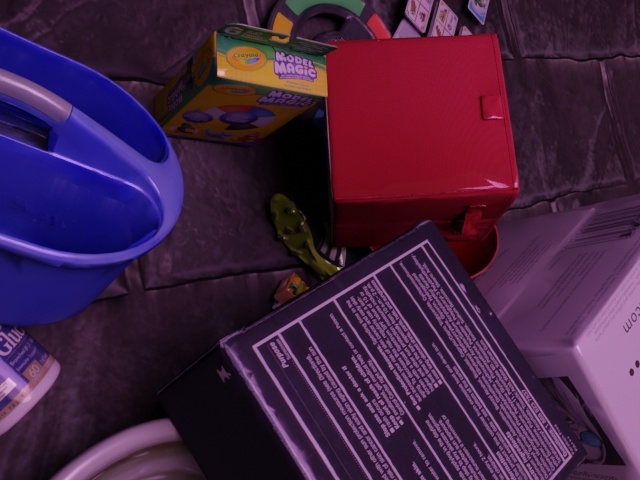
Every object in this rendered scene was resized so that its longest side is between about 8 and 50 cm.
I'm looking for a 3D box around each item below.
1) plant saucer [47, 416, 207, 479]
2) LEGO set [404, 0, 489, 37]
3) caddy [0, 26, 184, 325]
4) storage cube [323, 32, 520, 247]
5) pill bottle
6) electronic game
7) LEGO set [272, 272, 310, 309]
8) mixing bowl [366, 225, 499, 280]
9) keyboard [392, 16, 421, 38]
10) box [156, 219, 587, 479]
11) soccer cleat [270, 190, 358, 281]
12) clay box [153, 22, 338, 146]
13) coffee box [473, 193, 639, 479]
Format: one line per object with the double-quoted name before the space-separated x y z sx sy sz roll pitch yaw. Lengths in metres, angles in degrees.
"plant saucer" -0.158 0.376 0.691 0.400 0.100 0.401 14 70 -42
"LEGO set" 0.199 -0.401 1.139 0.182 0.060 0.244 31 66 -39
"caddy" -0.288 -0.076 0.612 0.341 0.179 0.241 21 42 -29
"storage cube" 0.102 -0.106 0.824 0.193 0.184 0.215 -3 74 0
"pill bottle" -0.331 0.093 0.650 0.169 0.094 0.094 49 59 -17
"electronic game" 0.022 -0.242 0.976 0.229 0.048 0.229 7 77 -32
"LEGO set" 0.047 0.166 0.882 0.132 0.107 0.287 -16 90 -35
"mixing bowl" 0.137 0.015 0.955 0.181 0.098 0.181 3 48 -4
"keyboard" 0.192 -0.223 1.088 0.256 0.014 0.072 47 42 -25
"box" 0.052 0.183 0.705 0.294 0.183 0.296 -27 81 -41
"soccer cleat" 0.000 0.000 0.916 0.179 0.060 0.072 53 48 -22
"clay box" -0.087 -0.162 0.779 0.127 0.222 0.053 3 80 -30
"coffee box" 0.345 0.173 0.940 0.337 0.338 0.334 -39 104 -32
